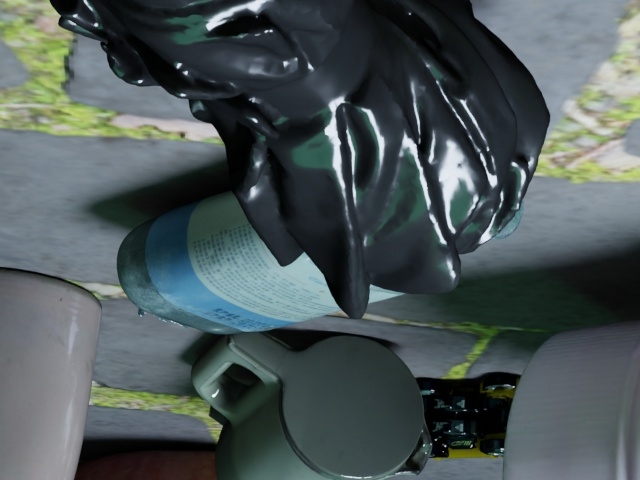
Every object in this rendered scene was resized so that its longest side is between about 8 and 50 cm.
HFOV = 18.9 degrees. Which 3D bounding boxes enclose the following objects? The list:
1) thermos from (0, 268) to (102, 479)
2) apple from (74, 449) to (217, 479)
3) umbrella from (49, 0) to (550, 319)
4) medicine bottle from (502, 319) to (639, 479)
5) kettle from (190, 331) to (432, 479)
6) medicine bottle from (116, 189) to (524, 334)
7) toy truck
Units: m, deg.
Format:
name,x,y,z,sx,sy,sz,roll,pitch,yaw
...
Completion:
name,x,y,z,sx,sy,sz,roll,pitch,yaw
thermos,-0.198,0.122,1.055,0.137,0.193,0.105,1,162,10
apple,-0.099,0.306,1.461,0.345,0.269,0.345,3,161,1
umbrella,-0.029,-0.080,0.592,0.118,0.118,0.340,-6,153,27
medicine bottle,0.292,0.110,0.886,0.378,0.213,0.213,-8,158,34
kettle,-0.007,0.108,1.160,0.098,0.127,0.148,-24,168,-22
medicine bottle,0.000,0.000,0.869,0.090,0.054,0.208,22,153,-39
toy truck,0.100,0.113,1.190,0.083,0.049,0.054,-5,160,29
